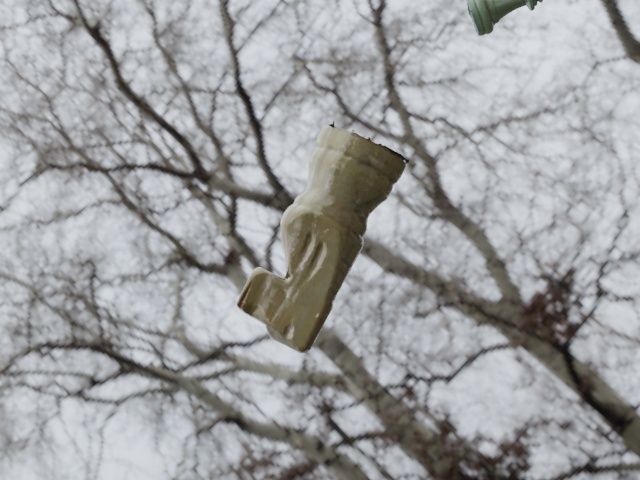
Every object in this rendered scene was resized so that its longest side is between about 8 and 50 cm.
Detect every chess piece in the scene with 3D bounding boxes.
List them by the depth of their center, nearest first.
[{"bbox_3d":[0.266,-0.316,1.594,0.149,0.059,0.059,-19,-38,5],"label":"chess piece"},{"bbox_3d":[0.000,0.000,1.667,0.137,0.137,0.301,32,-99,-53],"label":"chess piece"}]
